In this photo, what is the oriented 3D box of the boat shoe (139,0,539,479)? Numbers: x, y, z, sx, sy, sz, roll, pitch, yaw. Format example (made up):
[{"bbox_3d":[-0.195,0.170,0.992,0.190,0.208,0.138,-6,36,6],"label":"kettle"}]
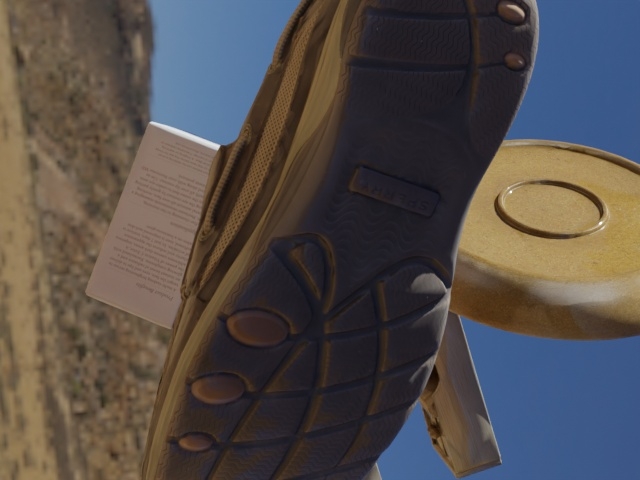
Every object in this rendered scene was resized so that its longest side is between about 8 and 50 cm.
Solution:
[{"bbox_3d":[0.000,0.000,0.765,0.355,0.132,0.130,-64,-155,6],"label":"boat shoe"}]

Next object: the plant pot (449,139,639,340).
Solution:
[{"bbox_3d":[0.159,-0.013,0.979,0.236,0.236,0.032,-113,-158,-55],"label":"plant pot"}]

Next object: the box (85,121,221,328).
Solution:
[{"bbox_3d":[-0.132,-0.013,1.334,0.130,0.091,0.170,-3,114,-80],"label":"box"}]

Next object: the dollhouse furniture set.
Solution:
[{"bbox_3d":[0.016,0.151,1.265,0.212,0.242,0.161,-135,-152,-78],"label":"dollhouse furniture set"}]
